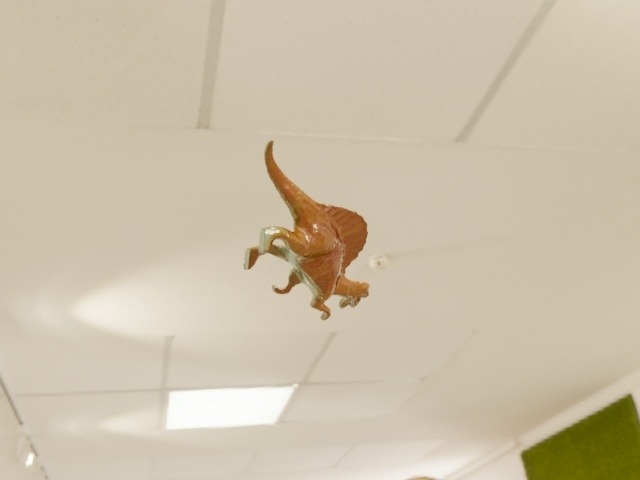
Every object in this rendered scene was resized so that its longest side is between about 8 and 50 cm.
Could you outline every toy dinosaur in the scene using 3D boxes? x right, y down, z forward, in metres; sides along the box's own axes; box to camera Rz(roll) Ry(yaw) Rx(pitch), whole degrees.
[{"bbox_3d":[0.000,0.002,0.695,0.142,0.057,0.212,-3,-50,-20],"label":"toy dinosaur"}]
